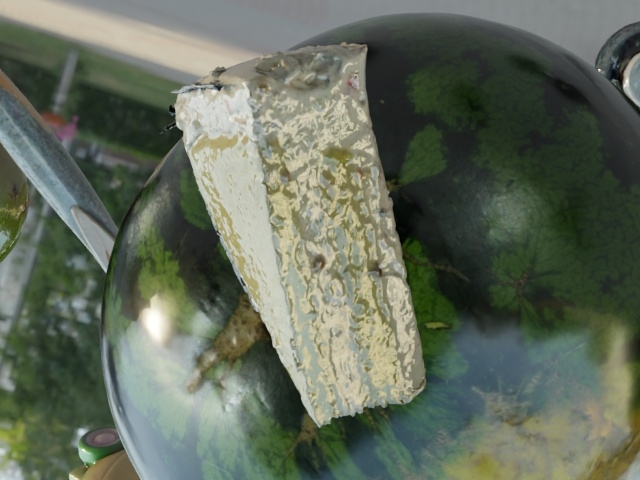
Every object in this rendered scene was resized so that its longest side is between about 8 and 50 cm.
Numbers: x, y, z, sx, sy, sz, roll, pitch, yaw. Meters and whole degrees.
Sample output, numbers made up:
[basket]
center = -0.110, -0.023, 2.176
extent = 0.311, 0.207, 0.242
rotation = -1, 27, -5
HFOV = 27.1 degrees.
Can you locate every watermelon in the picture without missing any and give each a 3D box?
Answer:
[watermelon]
center = 0.041, 0.032, 0.582
extent = 0.268, 0.269, 0.269
rotation = 16, -179, 0

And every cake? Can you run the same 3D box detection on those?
[cake]
center = 0.000, 0.000, 0.410
extent = 0.052, 0.121, 0.065
rotation = -24, -177, -28

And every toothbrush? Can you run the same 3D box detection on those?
[toothbrush]
center = -0.118, 0.018, 0.810
extent = 0.375, 0.028, 0.037
rotation = 54, -173, -14

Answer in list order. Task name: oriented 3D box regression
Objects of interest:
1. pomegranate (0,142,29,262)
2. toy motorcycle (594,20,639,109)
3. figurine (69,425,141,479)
[pomegranate]
center = -0.285, -0.008, 0.955
extent = 0.159, 0.205, 0.159
rotation = -14, 174, -1
[toy motorcycle]
center = 0.265, -0.061, 0.733
extent = 0.228, 0.151, 0.074
rotation = 42, -179, -4
[figurine]
center = -0.128, 0.265, 1.442
extent = 0.324, 0.124, 0.222
rotation = -21, -155, -38
